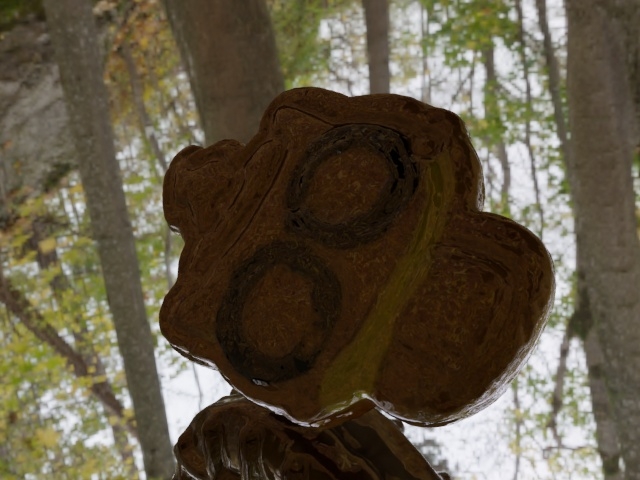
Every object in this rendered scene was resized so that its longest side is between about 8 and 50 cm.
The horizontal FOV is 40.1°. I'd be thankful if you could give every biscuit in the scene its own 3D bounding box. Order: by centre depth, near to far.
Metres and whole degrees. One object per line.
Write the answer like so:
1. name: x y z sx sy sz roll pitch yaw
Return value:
1. biscuit: 0.000 0.000 0.525 0.290 0.208 0.041 24 173 35
2. biscuit: 0.002 0.254 0.657 0.103 0.332 0.332 -20 -155 -36
